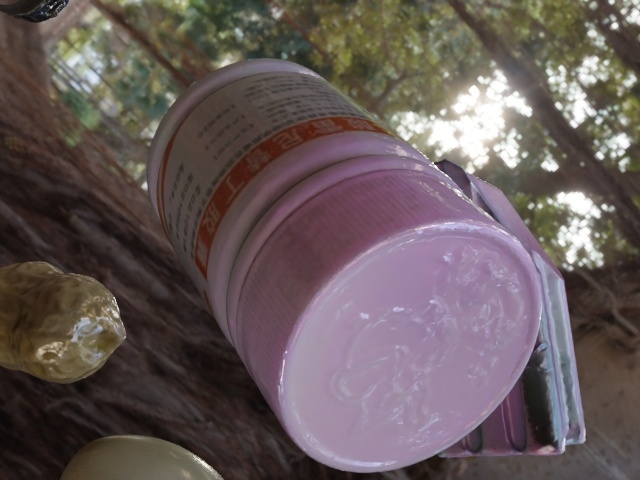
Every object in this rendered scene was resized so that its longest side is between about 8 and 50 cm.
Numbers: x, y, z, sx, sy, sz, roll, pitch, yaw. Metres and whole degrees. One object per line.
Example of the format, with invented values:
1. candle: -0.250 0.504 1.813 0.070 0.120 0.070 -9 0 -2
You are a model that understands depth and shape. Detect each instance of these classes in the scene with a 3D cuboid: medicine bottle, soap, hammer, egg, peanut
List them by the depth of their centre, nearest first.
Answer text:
1. hammer: -0.170 -0.190 0.496 0.062 0.017 0.182 -38 -118 24
2. medicine bottle: 0.000 0.000 0.703 0.202 0.202 0.316 -45 -142 2
3. egg: -0.186 0.321 1.008 0.186 0.241 0.186 -44 -168 12
4. soap: 0.168 0.072 1.010 0.192 0.324 0.109 -11 174 33
5. peanut: -0.363 0.102 1.148 0.159 0.143 0.291 -9 -169 -37

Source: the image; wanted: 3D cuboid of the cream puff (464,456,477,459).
1. cream puff: 0.243 0.230 1.451 0.244 0.196 0.244 -46 153 -32
